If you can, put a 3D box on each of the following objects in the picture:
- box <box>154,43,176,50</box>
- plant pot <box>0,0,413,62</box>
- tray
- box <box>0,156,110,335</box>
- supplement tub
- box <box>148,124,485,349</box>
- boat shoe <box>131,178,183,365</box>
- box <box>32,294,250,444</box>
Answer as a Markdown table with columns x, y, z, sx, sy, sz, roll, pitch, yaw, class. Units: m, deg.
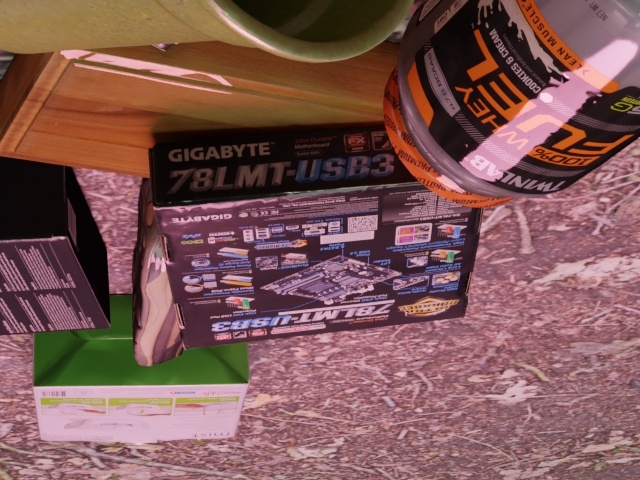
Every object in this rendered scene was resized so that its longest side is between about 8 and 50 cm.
| x | y | z | sx | sy | sz | roll | pitch | yaw | class |
| --- | --- | --- | --- | --- | --- | --- | --- | --- | --- |
| -0.062 | -0.220 | 1.117 | 0.232 | 0.058 | 0.087 | -21 | 150 | 34 | box |
| -0.112 | -0.222 | 0.898 | 0.254 | 0.276 | 0.276 | -7 | 159 | 38 | plant pot |
| -0.064 | -0.115 | 1.341 | 0.411 | 0.076 | 0.203 | 9 | 154 | -24 | tray |
| -0.331 | 0.011 | 1.558 | 0.184 | 0.103 | 0.261 | -6 | 157 | -1 | box |
| 0.185 | -0.155 | 1.132 | 0.194 | 0.193 | 0.316 | 7 | 154 | -23 | supplement tub |
| 0.000 | 0.000 | 1.406 | 0.296 | 0.073 | 0.293 | -6 | 153 | -2 | box |
| -0.138 | 0.049 | 1.636 | 0.130 | 0.132 | 0.355 | 1 | 157 | -9 | boat shoe |
| -0.229 | 0.168 | 1.900 | 0.262 | 0.126 | 0.231 | -1 | 157 | -7 | box |
